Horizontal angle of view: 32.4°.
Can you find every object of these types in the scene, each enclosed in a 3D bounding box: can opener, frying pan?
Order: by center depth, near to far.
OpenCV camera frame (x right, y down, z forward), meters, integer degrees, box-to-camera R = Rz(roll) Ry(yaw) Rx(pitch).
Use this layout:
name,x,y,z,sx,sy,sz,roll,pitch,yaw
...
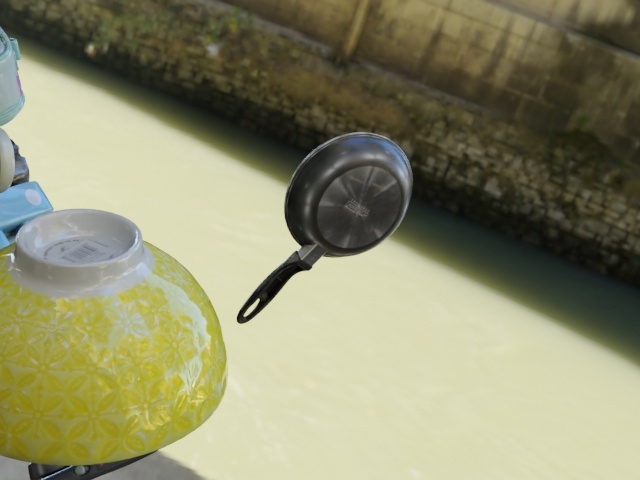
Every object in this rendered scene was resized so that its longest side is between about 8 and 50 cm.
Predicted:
name,x,y,z,sx,sy,sz,roll,pitch,yaw
can opener,-0.305,0.306,1.515,0.186,0.073,0.059,-17,-6,-13
frying pan,-0.009,-0.022,1.537,0.053,0.326,0.197,50,-9,52

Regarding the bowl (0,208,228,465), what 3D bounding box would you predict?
name,x,y,z,sx,sy,sz,roll,pitch,yaw
bowl,-0.227,0.063,1.052,0.289,0.156,0.289,5,27,-3

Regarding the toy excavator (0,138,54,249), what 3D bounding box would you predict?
name,x,y,z,sx,sy,sz,roll,pitch,yaw
toy excavator,-0.425,0.061,1.525,0.445,0.433,0.222,57,33,2

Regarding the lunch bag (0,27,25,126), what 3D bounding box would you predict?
name,x,y,z,sx,sy,sz,roll,pitch,yaw
lunch bag,-0.474,-0.206,1.267,0.224,0.108,0.279,-22,48,-27

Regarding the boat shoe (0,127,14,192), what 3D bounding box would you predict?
name,x,y,z,sx,sy,sz,roll,pitch,yaw
boat shoe,-0.435,-0.097,1.296,0.081,0.079,0.227,-7,12,-40
